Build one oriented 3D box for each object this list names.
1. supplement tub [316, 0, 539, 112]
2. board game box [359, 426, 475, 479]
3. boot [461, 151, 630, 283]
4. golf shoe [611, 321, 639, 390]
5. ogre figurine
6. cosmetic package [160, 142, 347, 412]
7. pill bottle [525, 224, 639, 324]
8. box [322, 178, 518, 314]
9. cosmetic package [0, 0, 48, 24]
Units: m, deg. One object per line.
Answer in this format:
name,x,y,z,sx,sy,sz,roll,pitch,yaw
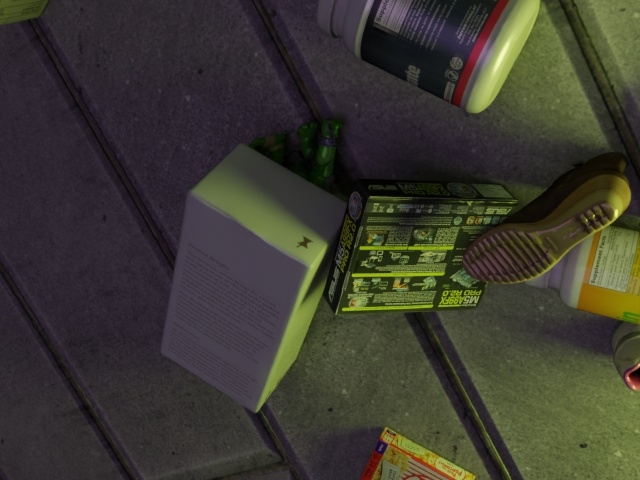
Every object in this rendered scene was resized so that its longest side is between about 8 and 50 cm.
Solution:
supplement tub,0.152,-0.319,1.184,0.272,0.191,0.191,29,121,11
board game box,0.182,0.471,1.617,0.193,0.045,0.147,26,121,12
boot,0.336,-0.035,1.220,0.248,0.207,0.090,-26,101,29
golf shoe,0.596,0.193,1.246,0.306,0.140,0.115,-1,111,23
ogre figurine,-0.042,-0.130,1.423,0.197,0.097,0.118,-13,89,13
cosmetic package,-0.125,0.080,1.447,0.230,0.161,0.453,31,138,9
pill bottle,0.441,0.047,1.251,0.246,0.136,0.136,14,118,19
box,0.157,0.012,1.313,0.270,0.060,0.216,0,123,-24
cosmetic package,-0.502,-0.520,1.415,0.113,0.160,0.309,47,122,0
